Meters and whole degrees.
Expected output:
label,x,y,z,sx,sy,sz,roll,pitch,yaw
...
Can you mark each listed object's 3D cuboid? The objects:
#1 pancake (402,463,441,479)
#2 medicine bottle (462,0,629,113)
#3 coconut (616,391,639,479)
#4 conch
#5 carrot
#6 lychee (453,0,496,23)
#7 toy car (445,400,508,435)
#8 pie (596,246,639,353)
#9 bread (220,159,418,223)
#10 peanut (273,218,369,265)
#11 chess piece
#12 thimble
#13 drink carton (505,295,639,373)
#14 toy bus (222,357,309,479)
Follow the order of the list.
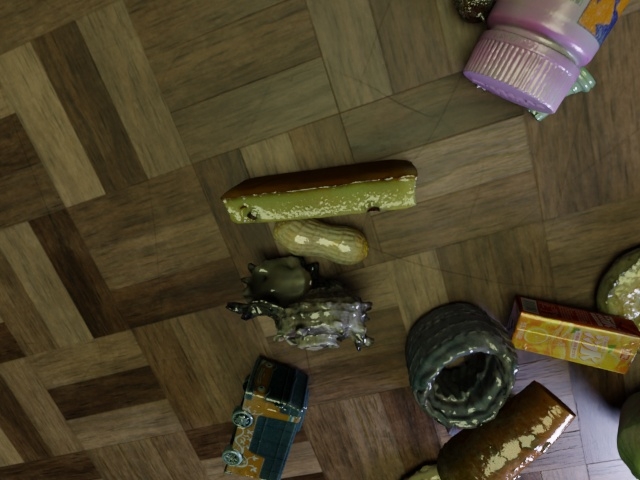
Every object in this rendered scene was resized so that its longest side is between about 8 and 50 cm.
label,x,y,z,sx,sy,sz,roll,pitch,yaw
pancake,0.360,0.736,1.098,0.356,0.065,0.356,3,110,9
medicine bottle,0.372,-0.369,0.645,0.178,0.178,0.291,25,109,-3
coconut,0.759,0.429,0.874,0.236,0.236,0.204,-45,71,18
conch,-0.036,0.148,0.848,0.313,0.240,0.186,26,97,10
carrot,0.374,0.422,0.860,0.138,0.139,0.302,36,104,-6
lychee,0.263,-0.407,0.703,0.068,0.067,0.083,-22,87,-5
toy car,0.402,0.427,0.971,0.209,0.089,0.108,14,109,3
pie,0.715,0.120,0.845,0.274,0.055,0.274,2,110,6
bread,0.002,-0.095,0.807,0.361,0.138,0.077,-6,111,9
peanut,0.000,0.000,0.867,0.206,0.087,0.087,13,110,1
chess piece,0.426,-0.266,0.741,0.067,0.067,0.103,43,117,-9
thimble,0.300,0.267,0.884,0.205,0.172,0.236,41,107,-12
drink carton,0.519,0.195,0.858,0.223,0.071,0.096,11,116,15
toy bus,-0.133,0.444,1.013,0.167,0.138,0.275,15,112,-1
